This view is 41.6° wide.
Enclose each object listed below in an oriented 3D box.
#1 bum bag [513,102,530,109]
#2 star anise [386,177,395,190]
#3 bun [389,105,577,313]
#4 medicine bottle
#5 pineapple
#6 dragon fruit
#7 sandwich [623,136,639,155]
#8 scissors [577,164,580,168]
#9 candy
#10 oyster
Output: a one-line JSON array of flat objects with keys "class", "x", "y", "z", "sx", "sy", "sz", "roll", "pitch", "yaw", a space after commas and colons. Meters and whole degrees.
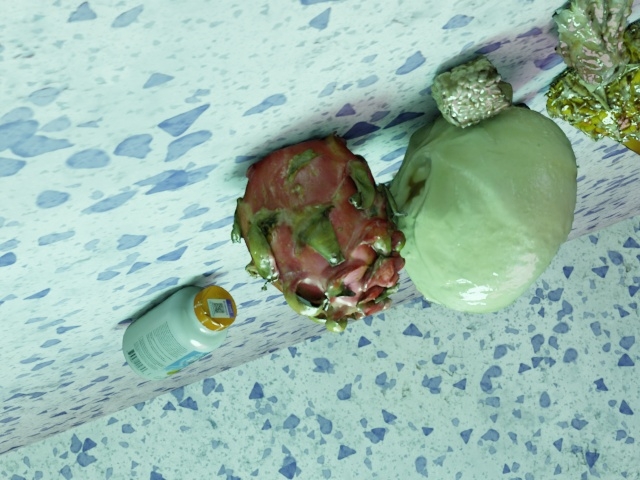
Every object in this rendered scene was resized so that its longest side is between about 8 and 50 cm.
[{"class": "bum bag", "x": 0.292, "y": -0.166, "z": 1.563, "sx": 0.248, "sy": 0.102, "sz": 0.069, "roll": -32, "pitch": 134, "yaw": 32}, {"class": "star anise", "x": 0.166, "y": -0.105, "z": 1.705, "sx": 0.141, "sy": 0.042, "sz": 0.141, "roll": -24, "pitch": 167, "yaw": -6}, {"class": "bun", "x": 0.226, "y": -0.072, "z": 1.358, "sx": 0.202, "sy": 0.364, "sz": 0.364, "roll": 20, "pitch": 146, "yaw": -26}, {"class": "medicine bottle", "x": -0.311, "y": 0.200, "z": 1.900, "sx": 0.288, "sy": 0.157, "sz": 0.157, "roll": -32, "pitch": 164, "yaw": 38}, {"class": "pineapple", "x": 0.496, "y": -0.239, "z": 1.458, "sx": 0.158, "sy": 0.161, "sz": 0.334, "roll": -16, "pitch": 167, "yaw": -16}, {"class": "dragon fruit", "x": 0.000, "y": 0.000, "z": 1.318, "sx": 0.269, "sy": 0.291, "sz": 0.250, "roll": -19, "pitch": 172, "yaw": -2}, {"class": "sandwich", "x": 0.808, "y": -0.227, "z": 1.995, "sx": 0.058, "sy": 0.162, "sz": 0.193, "roll": -20, "pitch": 168, "yaw": -22}, {"class": "scissors", "x": 0.631, "y": -0.178, "z": 2.227, "sx": 0.119, "sy": 0.014, "sz": 0.058, "roll": -18, "pitch": 168, "yaw": 0}, {"class": "candy", "x": 0.224, "y": -0.221, "z": 1.243, "sx": 0.110, "sy": 0.095, "sz": 0.085, "roll": -27, "pitch": -155, "yaw": 10}, {"class": "oyster", "x": 0.407, "y": -0.293, "z": 1.236, "sx": 0.132, "sy": 0.072, "sz": 0.209, "roll": -23, "pitch": 154, "yaw": -4}]
